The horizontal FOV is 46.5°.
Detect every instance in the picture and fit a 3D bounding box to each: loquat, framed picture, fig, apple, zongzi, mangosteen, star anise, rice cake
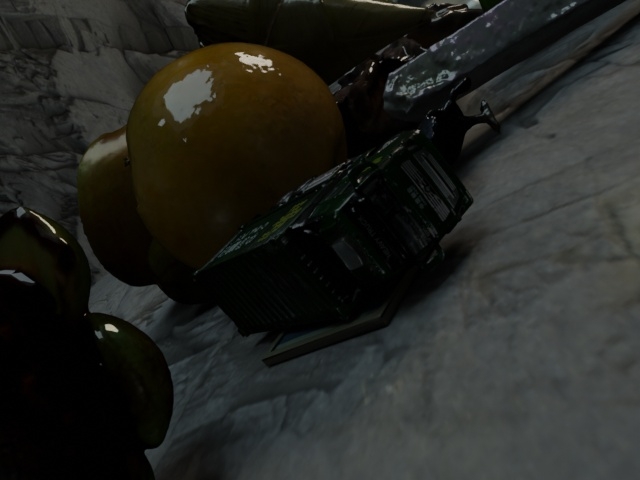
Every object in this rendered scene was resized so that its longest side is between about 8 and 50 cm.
[{"bbox_3d":[-0.088,-0.088,0.829,0.263,0.263,0.263,-38,13,10],"label":"loquat"},{"bbox_3d":[0.023,0.047,0.599,0.149,0.011,0.109,-27,18,46],"label":"framed picture"},{"bbox_3d":[-0.121,-0.007,1.007,0.236,0.124,0.124,-32,10,-12],"label":"fig"},{"bbox_3d":[-0.214,-0.048,1.136,0.254,0.179,0.346,-29,-30,6],"label":"apple"},{"bbox_3d":[-0.004,-0.207,0.968,0.273,0.300,0.145,82,-153,-52],"label":"zongzi"},{"bbox_3d":[-0.235,0.141,0.435,0.311,0.311,0.311,-38,13,10],"label":"mangosteen"},{"bbox_3d":[0.108,-0.230,1.063,0.332,0.117,0.331,-44,11,10],"label":"star anise"},{"bbox_3d":[0.219,-0.221,0.710,0.365,0.056,0.073,-30,-15,16],"label":"rice cake"}]

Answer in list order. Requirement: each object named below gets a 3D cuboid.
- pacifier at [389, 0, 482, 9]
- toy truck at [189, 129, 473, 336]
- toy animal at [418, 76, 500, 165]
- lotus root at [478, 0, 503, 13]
[{"bbox_3d":[0.229,-0.438,1.376,0.207,0.227,0.279,16,46,26],"label":"pacifier"},{"bbox_3d":[0.000,0.000,0.605,0.121,0.088,0.259,-46,12,-29],"label":"toy truck"},{"bbox_3d":[0.114,-0.097,0.700,0.108,0.062,0.220,-40,-1,12],"label":"toy animal"},{"bbox_3d":[0.245,-0.304,0.862,0.186,0.186,0.186,-38,13,10],"label":"lotus root"}]
